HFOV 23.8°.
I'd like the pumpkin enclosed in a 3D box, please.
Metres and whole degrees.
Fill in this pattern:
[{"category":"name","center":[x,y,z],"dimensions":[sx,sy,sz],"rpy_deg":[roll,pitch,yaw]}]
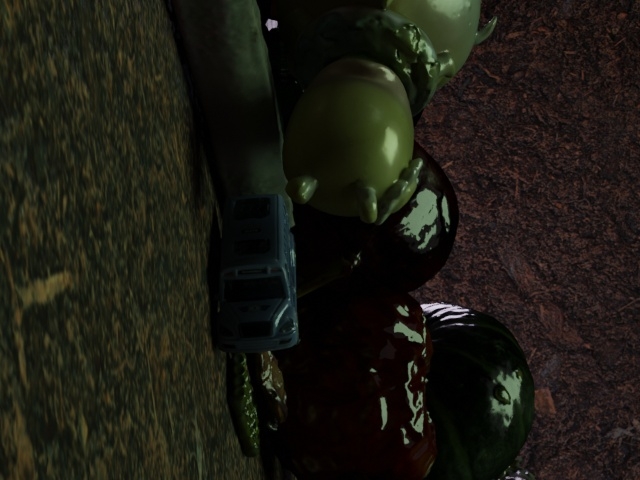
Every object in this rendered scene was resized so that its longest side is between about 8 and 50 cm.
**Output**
[{"category":"pumpkin","center":[0.123,0.209,1.890],"dimensions":[0.300,0.300,0.207],"rpy_deg":[-88,157,-67]}]

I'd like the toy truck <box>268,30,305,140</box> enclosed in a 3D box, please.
[{"category":"toy truck","center":[-0.044,-0.111,1.713],"dimensions":[0.121,0.088,0.259],"rpy_deg":[-93,175,-47]}]

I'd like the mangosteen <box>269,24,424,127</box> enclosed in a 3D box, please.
[{"category":"mangosteen","center":[0.007,-0.214,1.998],"dimensions":[0.289,0.231,0.231],"rpy_deg":[-1,84,-49]}]

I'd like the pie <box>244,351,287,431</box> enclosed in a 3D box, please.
[{"category":"pie","center":[-0.058,0.113,1.480],"dimensions":[0.092,0.034,0.170],"rpy_deg":[-120,-163,-74]}]

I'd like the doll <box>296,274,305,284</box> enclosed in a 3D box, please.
[{"category":"doll","center":[0.000,0.000,1.949],"dimensions":[0.228,0.154,0.258],"rpy_deg":[-85,163,-52]}]

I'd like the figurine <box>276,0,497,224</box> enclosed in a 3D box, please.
[{"category":"figurine","center":[0.044,-0.175,1.368],"dimensions":[0.274,0.226,0.394],"rpy_deg":[104,1,-46]}]

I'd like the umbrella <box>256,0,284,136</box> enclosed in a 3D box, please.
[{"category":"umbrella","center":[-0.073,-0.148,1.505],"dimensions":[0.066,0.059,0.236],"rpy_deg":[39,-33,36]}]

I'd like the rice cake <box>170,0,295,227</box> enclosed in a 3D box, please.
[{"category":"rice cake","center":[-0.074,-0.126,1.331],"dimensions":[0.399,0.070,0.064],"rpy_deg":[79,2,-55]}]

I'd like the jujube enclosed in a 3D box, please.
[{"category":"jujube","center":[0.030,0.163,1.678],"dimensions":[0.213,0.213,0.232],"rpy_deg":[79,12,-63]}]

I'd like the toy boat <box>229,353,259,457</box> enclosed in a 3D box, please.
[{"category":"toy boat","center":[-0.071,0.150,1.416],"dimensions":[0.115,0.016,0.063],"rpy_deg":[81,5,-54]}]

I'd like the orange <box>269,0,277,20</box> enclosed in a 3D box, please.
[{"category":"orange","center":[-0.022,-0.341,1.631],"dimensions":[0.219,0.193,0.219],"rpy_deg":[-178,-90,-77]}]

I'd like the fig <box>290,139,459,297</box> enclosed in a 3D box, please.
[{"category":"fig","center":[0.045,-0.018,1.554],"dimensions":[0.249,0.203,0.186],"rpy_deg":[-88,-157,-72]}]

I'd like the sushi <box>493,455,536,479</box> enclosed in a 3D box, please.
[{"category":"sushi","center":[0.197,0.471,2.408],"dimensions":[0.417,0.417,0.176],"rpy_deg":[-90,169,-57]}]

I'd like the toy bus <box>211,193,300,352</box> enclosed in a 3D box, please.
[{"category":"toy bus","center":[-0.058,0.029,1.347],"dimensions":[0.167,0.073,0.076],"rpy_deg":[-94,179,-57]}]
